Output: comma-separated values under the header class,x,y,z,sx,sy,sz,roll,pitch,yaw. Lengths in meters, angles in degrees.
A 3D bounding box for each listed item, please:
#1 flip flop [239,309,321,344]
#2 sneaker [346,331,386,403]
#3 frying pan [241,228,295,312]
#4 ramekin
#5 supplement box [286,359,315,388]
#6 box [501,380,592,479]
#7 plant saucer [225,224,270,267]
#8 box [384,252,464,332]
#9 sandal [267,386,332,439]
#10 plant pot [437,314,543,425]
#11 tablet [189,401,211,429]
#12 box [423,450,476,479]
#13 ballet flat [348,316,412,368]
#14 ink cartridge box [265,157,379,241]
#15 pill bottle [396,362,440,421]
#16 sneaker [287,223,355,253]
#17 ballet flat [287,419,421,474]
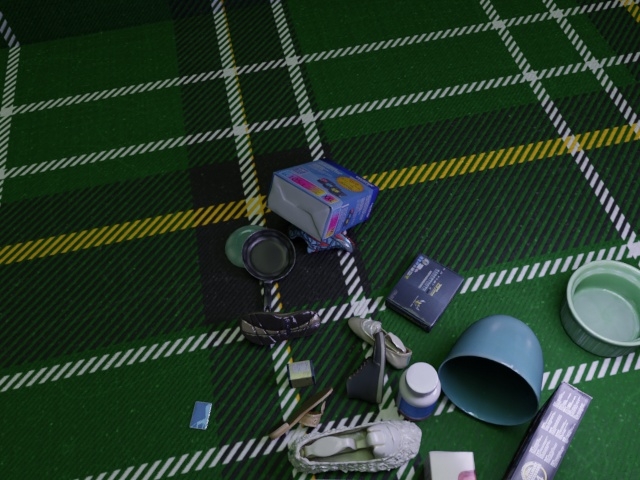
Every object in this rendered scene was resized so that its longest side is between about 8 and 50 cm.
class,x,y,z,sx,sy,sz,roll,pitch,yaw
flip flop,-0.136,0.282,1.934,0.276,0.080,0.113,-6,94,-16
sneaker,0.143,0.396,1.807,0.118,0.083,0.222,4,82,10
frying pan,-0.165,0.112,2.064,0.197,0.053,0.327,-18,77,-18
ramekin,0.937,0.229,1.868,0.303,0.148,0.304,-1,56,2
supplement box,-0.061,0.427,1.831,0.083,0.083,0.056,-9,57,-2
box,0.567,0.608,1.540,0.097,0.318,0.395,30,64,21
plant saucer,-0.263,0.011,2.144,0.194,0.037,0.195,-1,56,2
box,0.361,0.177,1.987,0.183,0.059,0.233,32,64,20
sandal,-0.043,0.553,1.769,0.240,0.088,0.079,-34,93,-10
plant pot,0.534,0.367,1.731,0.292,0.293,0.235,24,47,18
tablet,-0.378,0.552,1.813,0.054,0.006,0.083,5,58,6
box,0.362,0.716,1.580,0.126,0.149,0.233,0,57,3
ballet flat,0.199,0.316,1.888,0.248,0.086,0.086,38,66,22
ink cartridge box,0.028,-0.168,2.114,0.269,0.151,0.395,32,30,22
pill bottle,0.293,0.450,1.715,0.124,0.222,0.124,-1,57,2
sneaker,0.000,0.000,2.119,0.261,0.104,0.125,25,89,11
ballet flat,0.106,0.605,1.678,0.408,0.147,0.147,-9,57,-4
